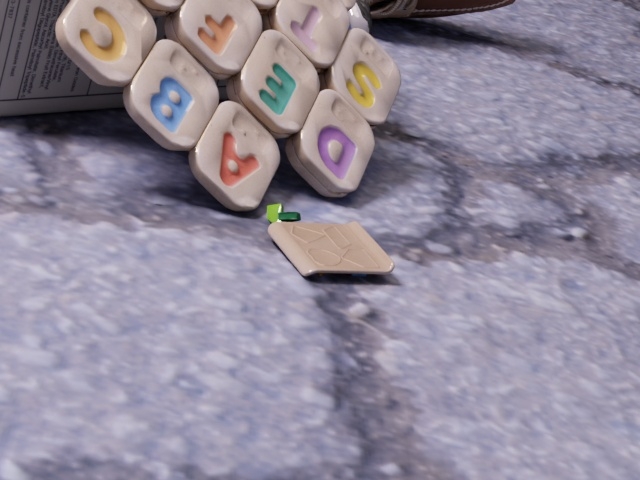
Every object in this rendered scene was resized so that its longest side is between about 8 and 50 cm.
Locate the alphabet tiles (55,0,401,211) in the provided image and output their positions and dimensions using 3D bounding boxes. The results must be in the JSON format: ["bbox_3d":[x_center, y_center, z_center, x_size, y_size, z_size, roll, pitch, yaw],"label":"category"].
[{"bbox_3d":[-0.057,-0.162,1.086,0.284,0.021,0.278,45,45,-21],"label":"alphabet tiles"}]

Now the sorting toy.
[{"bbox_3d":[0.000,0.000,1.005,0.062,0.012,0.083,-3,31,-29],"label":"sorting toy"}]

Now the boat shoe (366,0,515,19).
[{"bbox_3d":[0.045,-0.246,1.516,0.324,0.123,0.116,1,32,-18],"label":"boat shoe"}]

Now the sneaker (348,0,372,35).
[{"bbox_3d":[-0.046,-0.185,1.354,0.211,0.080,0.081,21,26,39],"label":"sneaker"}]

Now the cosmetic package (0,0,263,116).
[{"bbox_3d":[-0.148,-0.183,1.162,0.129,0.153,0.296,33,26,34],"label":"cosmetic package"}]
